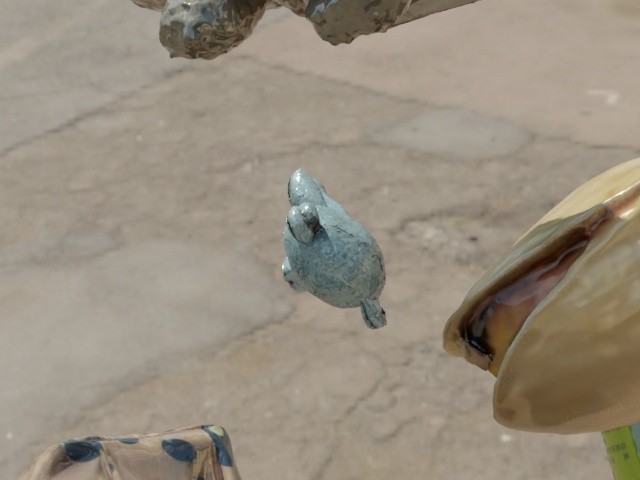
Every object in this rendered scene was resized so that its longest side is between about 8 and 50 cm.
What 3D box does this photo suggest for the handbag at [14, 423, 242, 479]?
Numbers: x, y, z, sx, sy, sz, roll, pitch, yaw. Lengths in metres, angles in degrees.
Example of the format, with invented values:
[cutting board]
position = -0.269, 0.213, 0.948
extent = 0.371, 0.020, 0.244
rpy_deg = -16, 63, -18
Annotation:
[handbag]
position = -0.153, 0.271, 0.966
extent = 0.190, 0.251, 0.193
rpy_deg = 3, 53, -42

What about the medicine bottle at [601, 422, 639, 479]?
[medicine bottle]
position = 0.323, 0.185, 1.165
extent = 0.139, 0.225, 0.139
rpy_deg = -14, -13, -3

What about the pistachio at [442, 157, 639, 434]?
[pistachio]
position = 0.191, 0.033, 0.836
extent = 0.229, 0.157, 0.157
rpy_deg = -31, 25, -1

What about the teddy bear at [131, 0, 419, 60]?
[teddy bear]
position = -0.027, -0.203, 0.782
extent = 0.267, 0.236, 0.151
rpy_deg = 10, -19, 48

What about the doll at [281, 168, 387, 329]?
[doll]
position = -0.003, 0.003, 1.063
extent = 0.075, 0.120, 0.180
rpy_deg = -41, 21, 0

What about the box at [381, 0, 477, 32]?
[box]
position = 0.069, -0.356, 1.149
extent = 0.190, 0.297, 0.225
rpy_deg = -11, -5, 25
